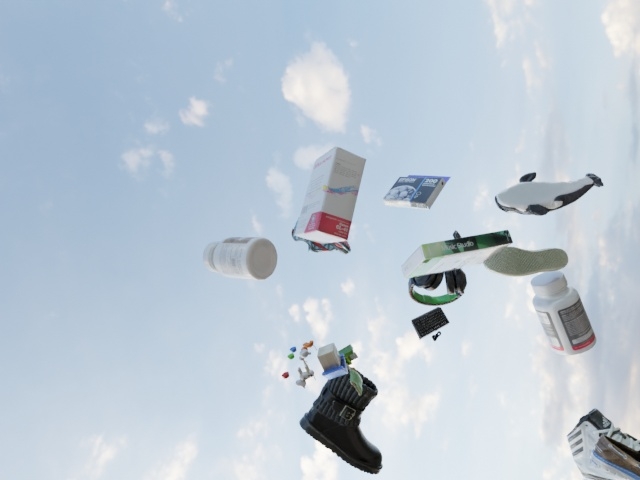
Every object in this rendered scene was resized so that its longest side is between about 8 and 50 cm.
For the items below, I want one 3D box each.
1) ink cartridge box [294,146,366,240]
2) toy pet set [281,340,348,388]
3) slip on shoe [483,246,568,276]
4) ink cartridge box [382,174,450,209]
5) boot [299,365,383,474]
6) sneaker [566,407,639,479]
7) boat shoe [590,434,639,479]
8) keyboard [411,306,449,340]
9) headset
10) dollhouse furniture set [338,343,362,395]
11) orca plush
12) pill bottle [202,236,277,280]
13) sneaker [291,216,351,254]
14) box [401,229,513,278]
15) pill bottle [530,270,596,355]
[{"bbox_3d":[0.033,-0.152,1.541,0.131,0.226,0.306,19,-100,-20],"label":"ink cartridge box"},{"bbox_3d":[-0.008,0.256,0.873,0.122,0.114,0.065,-67,-46,-75],"label":"toy pet set"},{"bbox_3d":[0.808,0.086,1.711,0.331,0.101,0.123,-3,-103,-5],"label":"slip on shoe"},{"bbox_3d":[0.391,-0.214,1.740,0.208,0.206,0.045,-51,-50,-28],"label":"ink cartridge box"},{"bbox_3d":[0.129,0.610,1.466,0.348,0.131,0.260,37,-93,-9],"label":"boot"},{"bbox_3d":[1.023,0.701,1.427,0.169,0.447,0.257,-17,-105,-32],"label":"sneaker"},{"bbox_3d":[0.631,0.437,0.820,0.066,0.183,0.066,-7,-70,-63],"label":"boat shoe"},{"bbox_3d":[0.428,0.325,1.633,0.180,0.023,0.108,-15,-105,-37],"label":"keyboard"},{"bbox_3d":[0.532,0.141,1.883,0.394,0.243,0.185,105,172,-49],"label":"headset"},{"bbox_3d":[0.109,0.399,1.335,0.151,0.059,0.076,57,-169,-15],"label":"dollhouse furniture set"},{"bbox_3d":[0.677,-0.131,1.295,0.102,0.287,0.151,62,-174,-55],"label":"orca plush"},{"bbox_3d":[-0.258,0.054,1.339,0.131,0.229,0.131,-1,-89,-51],"label":"pill bottle"},{"bbox_3d":[0.000,0.000,1.758,0.262,0.104,0.125,28,-67,-15],"label":"sneaker"},{"bbox_3d":[0.468,0.051,1.502,0.322,0.232,0.058,-10,-110,-12],"label":"box"},{"bbox_3d":[0.989,0.294,1.764,0.176,0.176,0.318,-33,-79,-39],"label":"pill bottle"}]
